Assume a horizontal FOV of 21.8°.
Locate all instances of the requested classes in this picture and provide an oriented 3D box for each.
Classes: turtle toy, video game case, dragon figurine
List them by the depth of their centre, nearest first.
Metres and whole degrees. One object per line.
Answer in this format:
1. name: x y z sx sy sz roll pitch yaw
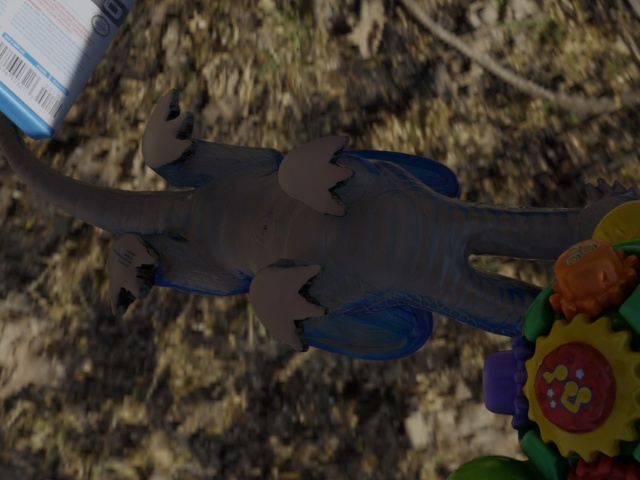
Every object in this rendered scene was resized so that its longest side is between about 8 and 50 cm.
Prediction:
1. turtle toy: 0.082 0.053 0.486 0.066 0.095 0.130 3 127 -47
2. video game case: -0.105 -0.139 0.625 0.015 0.166 0.119 -3 141 46
3. dragon figurine: 0.000 0.000 0.637 0.144 0.289 0.085 14 86 -49
